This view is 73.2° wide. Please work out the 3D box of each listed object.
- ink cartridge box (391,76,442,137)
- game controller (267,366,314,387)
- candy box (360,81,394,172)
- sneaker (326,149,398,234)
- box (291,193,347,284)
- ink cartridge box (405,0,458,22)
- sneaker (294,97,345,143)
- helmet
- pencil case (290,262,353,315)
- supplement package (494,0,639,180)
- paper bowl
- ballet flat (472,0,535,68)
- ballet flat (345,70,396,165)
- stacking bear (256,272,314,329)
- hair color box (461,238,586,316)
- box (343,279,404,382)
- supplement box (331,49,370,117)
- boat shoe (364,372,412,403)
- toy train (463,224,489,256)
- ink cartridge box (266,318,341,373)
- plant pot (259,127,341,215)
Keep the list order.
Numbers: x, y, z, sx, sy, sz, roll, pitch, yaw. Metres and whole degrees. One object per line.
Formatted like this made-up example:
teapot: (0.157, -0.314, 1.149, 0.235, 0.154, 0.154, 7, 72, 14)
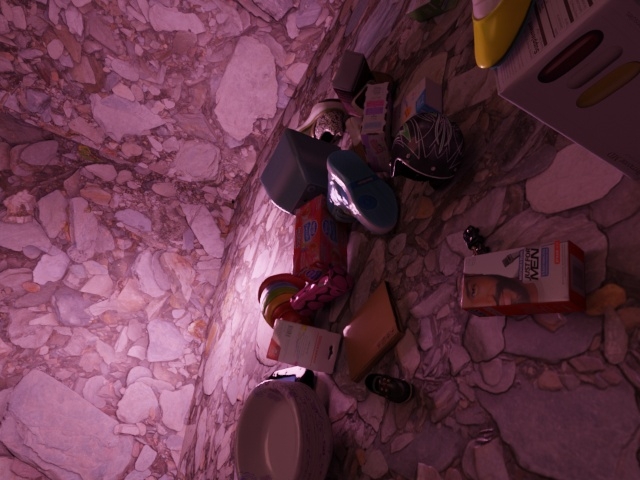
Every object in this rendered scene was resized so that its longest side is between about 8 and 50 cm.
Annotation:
ink cartridge box: (0.252, -0.344, 1.190, 0.181, 0.061, 0.104, -40, 35, 53)
game controller: (-0.115, 0.474, 1.324, 0.319, 0.067, 0.167, -35, 39, 55)
candy box: (0.169, -0.321, 1.237, 0.165, 0.070, 0.196, 63, -149, -55)
sneaker: (0.115, -0.094, 1.252, 0.208, 0.127, 0.319, 93, 157, -49)
box: (0.000, 0.000, 1.357, 0.128, 0.122, 0.257, -30, 44, 37)
ink cartridge box: (0.355, -0.756, 1.323, 0.109, 0.062, 0.209, -66, 21, 7)
sneaker: (-0.019, -0.421, 1.853, 0.410, 0.158, 0.182, 135, 131, -57)
helmet: (0.237, -0.199, 0.953, 0.161, 0.169, 0.170, 119, 165, -70)
pencil case: (-0.004, 0.152, 1.266, 0.098, 0.095, 0.209, -25, -12, -49)
supplement package: (0.359, -0.236, 0.537, 0.145, 0.261, 0.204, -41, 34, 52)
paper bowl: (-0.079, 0.491, 1.052, 0.284, 0.148, 0.284, -25, 57, 46)
ballet flat: (0.215, -0.317, 0.488, 0.231, 0.077, 0.077, -66, 21, 7)
ballet flat: (0.152, -0.408, 1.411, 0.116, 0.124, 0.343, -7, 64, 65)
stacking bear: (-0.106, 0.238, 1.416, 0.175, 0.164, 0.289, -65, 26, 12)
hair color box: (0.302, 0.062, 0.655, 0.167, 0.053, 0.093, -19, 53, 51)
box: (0.121, 0.218, 1.042, 0.201, 0.021, 0.164, -56, 24, 31)
supplement box: (0.122, -0.533, 1.493, 0.130, 0.073, 0.239, -69, -20, -1)
boat shoe: (0.138, 0.304, 0.892, 0.133, 0.042, 0.049, -16, 54, 63)
toy train: (0.292, 0.032, 0.785, 0.036, 0.027, 0.158, -57, 24, 34)
ink cartridge box: (-0.040, 0.300, 1.214, 0.067, 0.198, 0.115, 49, -127, -65)
plant pot: (-0.044, -0.209, 1.575, 0.248, 0.247, 0.252, -55, 38, 32)
